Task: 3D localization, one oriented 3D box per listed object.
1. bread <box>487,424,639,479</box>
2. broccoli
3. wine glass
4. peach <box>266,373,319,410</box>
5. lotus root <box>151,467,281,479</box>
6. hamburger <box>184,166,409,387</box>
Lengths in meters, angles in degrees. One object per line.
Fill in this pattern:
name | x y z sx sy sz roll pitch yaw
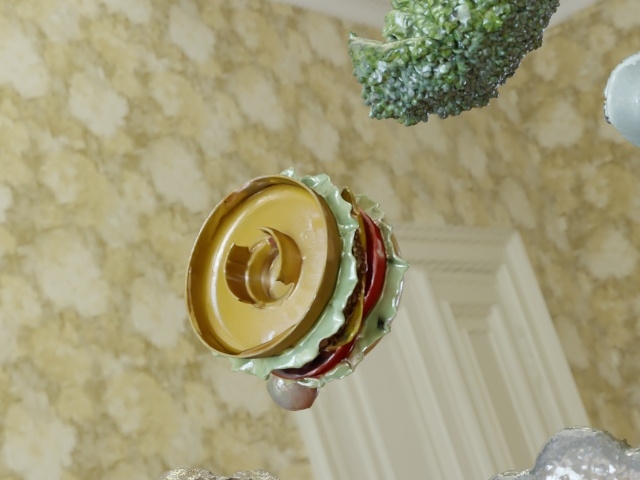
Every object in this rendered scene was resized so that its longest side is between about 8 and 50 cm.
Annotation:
bread | 0.279 0.318 1.438 0.337 0.183 0.102 -36 -21 11
broccoli | 0.213 -0.352 1.981 0.338 0.318 0.277 -23 -25 32
wine glass | 0.477 -0.180 1.587 0.143 0.143 0.321 -15 6 -10
peach | -0.038 0.206 1.852 0.083 0.083 0.083 -17 -16 -5
lotus root | -0.140 0.452 1.911 0.316 0.316 0.250 -11 -54 -22
hamburger | -0.018 0.053 1.653 0.274 0.274 0.212 -28 -30 31
